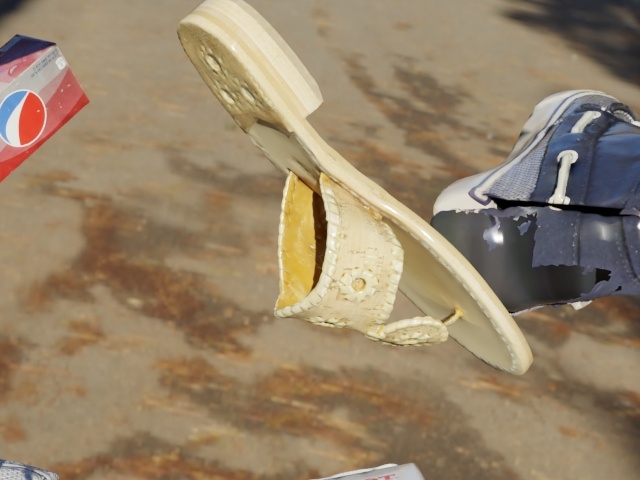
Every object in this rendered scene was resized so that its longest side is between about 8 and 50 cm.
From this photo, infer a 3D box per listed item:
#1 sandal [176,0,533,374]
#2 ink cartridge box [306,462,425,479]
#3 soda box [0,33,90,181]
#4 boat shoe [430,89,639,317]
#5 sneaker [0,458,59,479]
[{"bbox_3d":[-0.002,0.000,0.590,0.240,0.079,0.088,50,-18,-14],"label":"sandal"},{"bbox_3d":[0.001,0.270,0.876,0.201,0.117,0.278,-10,9,-4],"label":"ink cartridge box"},{"bbox_3d":[-0.389,-0.115,1.382,0.083,0.092,0.263,19,56,40],"label":"soda box"},{"bbox_3d":[0.213,-0.033,0.859,0.158,0.127,0.340,-5,19,31],"label":"boat shoe"},{"bbox_3d":[-0.475,0.407,1.562,0.137,0.210,0.366,10,8,24],"label":"sneaker"}]
